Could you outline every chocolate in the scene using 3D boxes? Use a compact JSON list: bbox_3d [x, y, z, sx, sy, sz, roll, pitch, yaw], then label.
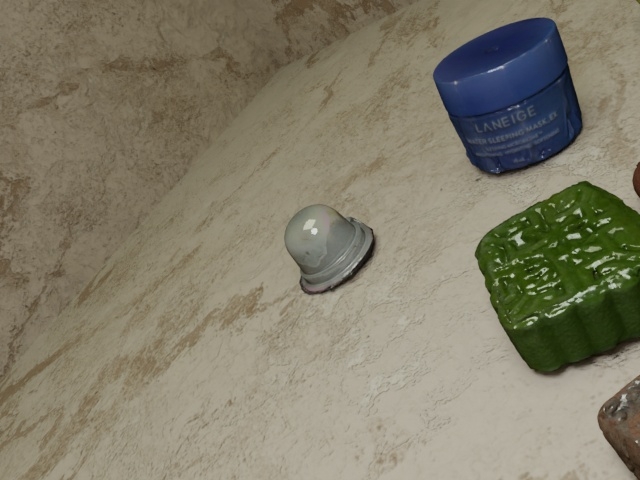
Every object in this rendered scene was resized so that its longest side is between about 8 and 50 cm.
[{"bbox_3d":[0.004,-0.007,1.301,0.221,0.147,0.221,-29,23,13],"label":"chocolate"}]

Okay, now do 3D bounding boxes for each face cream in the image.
[{"bbox_3d":[0.382,-0.289,1.226,0.249,0.225,0.249,-26,26,14],"label":"face cream"}]

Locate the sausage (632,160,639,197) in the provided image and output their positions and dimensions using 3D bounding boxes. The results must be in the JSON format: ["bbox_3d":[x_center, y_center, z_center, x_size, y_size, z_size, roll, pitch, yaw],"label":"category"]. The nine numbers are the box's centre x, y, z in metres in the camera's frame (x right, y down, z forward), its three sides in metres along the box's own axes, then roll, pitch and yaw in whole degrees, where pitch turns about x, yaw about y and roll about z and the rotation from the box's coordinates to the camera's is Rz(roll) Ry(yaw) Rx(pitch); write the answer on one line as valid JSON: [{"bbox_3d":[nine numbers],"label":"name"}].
[{"bbox_3d":[0.507,-0.003,0.756,0.088,0.087,0.433,-28,27,16],"label":"sausage"}]

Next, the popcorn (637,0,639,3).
[{"bbox_3d":[0.796,-0.605,1.275,0.286,0.215,0.252,-43,20,-22],"label":"popcorn"}]

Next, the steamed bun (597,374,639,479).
[{"bbox_3d":[0.367,0.185,0.581,0.145,0.106,0.175,-38,24,-3],"label":"steamed bun"}]

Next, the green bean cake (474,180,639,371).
[{"bbox_3d":[0.341,0.039,0.836,0.222,0.124,0.248,-29,27,15],"label":"green bean cake"}]
